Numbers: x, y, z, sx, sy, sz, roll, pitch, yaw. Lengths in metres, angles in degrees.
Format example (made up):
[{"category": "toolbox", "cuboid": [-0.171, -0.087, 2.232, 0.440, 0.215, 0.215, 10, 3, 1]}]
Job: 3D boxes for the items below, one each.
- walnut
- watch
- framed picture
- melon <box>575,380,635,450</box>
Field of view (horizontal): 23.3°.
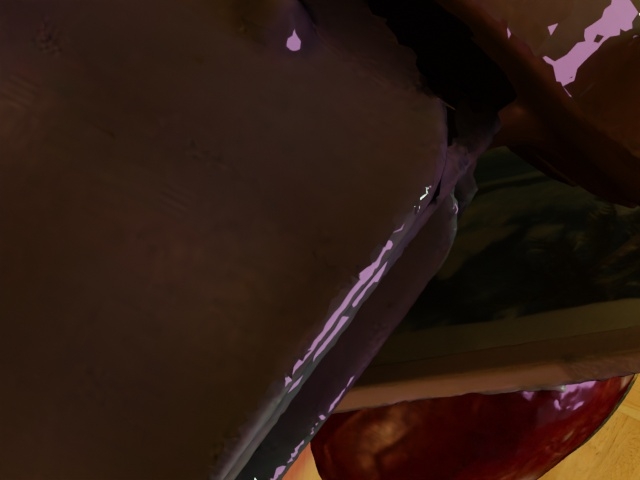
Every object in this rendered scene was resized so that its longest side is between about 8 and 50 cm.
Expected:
[{"category": "walnut", "cuboid": [0.110, 0.076, 1.070, 0.269, 0.221, 0.244, -48, 137, 8]}, {"category": "watch", "cuboid": [-0.037, -0.005, 0.619, 0.327, 0.314, 0.335, -53, 175, 2]}, {"category": "framed picture", "cuboid": [0.061, -0.003, 0.799, 0.024, 0.315, 0.232, 54, 41, -31]}, {"category": "melon", "cuboid": [0.159, 0.044, 1.281, 0.301, 0.237, 0.237, -65, 164, -2]}]
